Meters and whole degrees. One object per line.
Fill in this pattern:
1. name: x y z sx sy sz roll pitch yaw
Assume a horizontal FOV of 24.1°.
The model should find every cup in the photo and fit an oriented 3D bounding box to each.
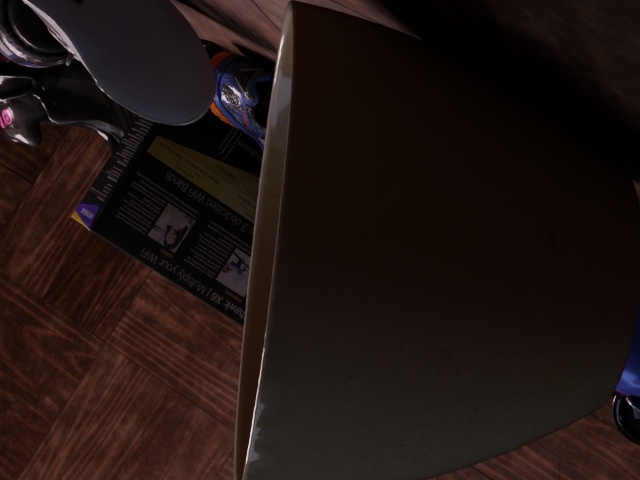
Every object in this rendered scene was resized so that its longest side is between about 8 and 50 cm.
1. cup: 0.076 0.018 0.999 0.237 0.331 0.331 6 178 -5

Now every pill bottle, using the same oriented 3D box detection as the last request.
1. pill bottle: -0.314 -0.258 1.704 0.123 0.122 0.219 34 176 -17

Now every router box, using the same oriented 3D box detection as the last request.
1. router box: -0.085 -0.043 1.694 0.309 0.243 0.081 35 175 -26

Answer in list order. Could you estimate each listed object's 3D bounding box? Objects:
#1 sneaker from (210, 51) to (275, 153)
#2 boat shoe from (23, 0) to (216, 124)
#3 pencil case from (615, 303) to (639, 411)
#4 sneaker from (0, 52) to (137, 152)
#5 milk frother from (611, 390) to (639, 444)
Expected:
1. sneaker: -0.027 -0.114 1.560 0.221 0.083 0.087 32 172 -34
2. boat shoe: -0.226 -0.225 1.505 0.306 0.113 0.105 35 -177 4
3. pencil case: 0.206 0.037 1.169 0.306 0.133 0.119 32 -167 20
4. sneaker: -0.375 -0.235 1.898 0.483 0.202 0.185 33 176 -15
5. milk frother: 0.317 0.089 1.270 0.143 0.129 0.134 5 -147 2
